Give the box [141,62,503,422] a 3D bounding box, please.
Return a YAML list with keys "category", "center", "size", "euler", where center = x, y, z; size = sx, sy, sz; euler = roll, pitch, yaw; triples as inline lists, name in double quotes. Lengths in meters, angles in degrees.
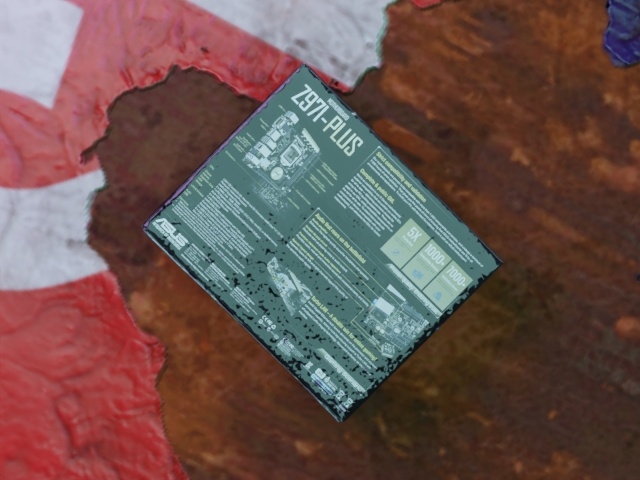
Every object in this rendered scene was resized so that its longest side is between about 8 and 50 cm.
- category: "box"
  center: [0.000, 0.000, 0.761]
  size: [0.180, 0.077, 0.147]
  euler: [44, 91, -4]
